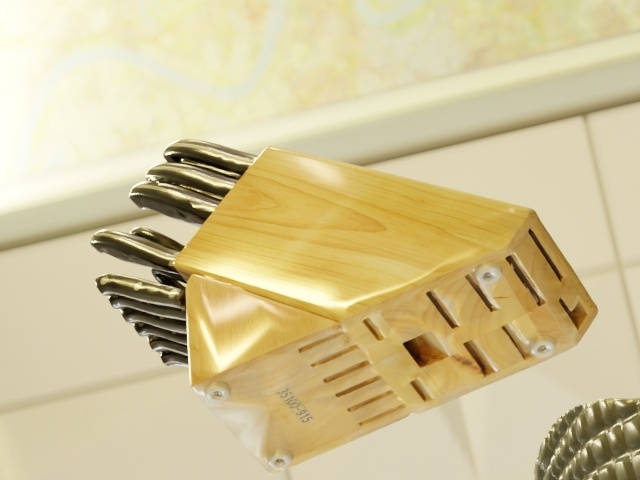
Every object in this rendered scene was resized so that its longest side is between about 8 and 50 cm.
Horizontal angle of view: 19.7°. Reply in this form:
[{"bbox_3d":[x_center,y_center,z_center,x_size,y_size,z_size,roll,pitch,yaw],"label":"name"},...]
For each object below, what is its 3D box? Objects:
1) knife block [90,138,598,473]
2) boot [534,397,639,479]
[{"bbox_3d":[0.000,0.000,1.054,0.088,0.276,0.242,52,-159,-38],"label":"knife block"},{"bbox_3d":[0.144,0.089,0.542,0.246,0.161,0.083,116,146,-72],"label":"boot"}]
